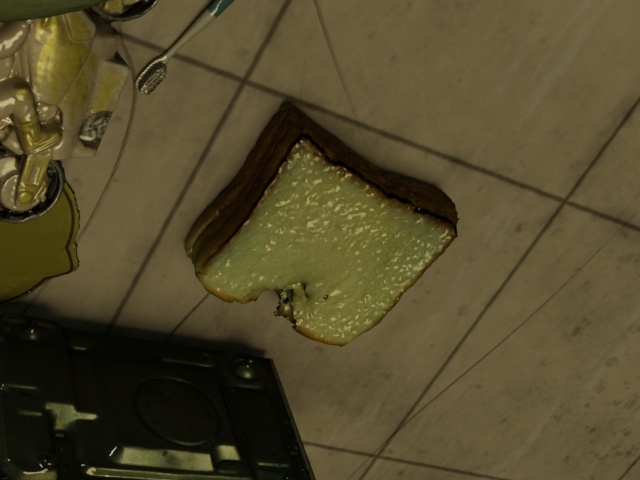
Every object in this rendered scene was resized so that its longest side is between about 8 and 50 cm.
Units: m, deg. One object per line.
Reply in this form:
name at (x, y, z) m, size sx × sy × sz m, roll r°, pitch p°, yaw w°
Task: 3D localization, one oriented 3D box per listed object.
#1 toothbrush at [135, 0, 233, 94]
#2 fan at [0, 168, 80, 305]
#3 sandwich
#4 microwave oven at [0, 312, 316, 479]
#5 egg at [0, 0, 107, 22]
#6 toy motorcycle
toothbrush at (-0.098, -0.251, 1.116) m, size 0.276 × 0.025 × 0.019 m, roll -43°, pitch 128°, yaw 14°
fan at (-0.416, -0.021, 1.183) m, size 0.335 × 0.011 × 0.229 m, roll 25°, pitch 115°, yaw -34°
sandwich at (0.000, -0.001, 1.301) m, size 0.273 × 0.095 × 0.249 m, roll 26°, pitch 113°, yaw -33°
microwave oven at (-0.227, 0.281, 1.277) m, size 0.394 × 0.333 × 0.247 m, roll 12°, pitch 125°, yaw -29°
egg at (-0.263, -0.321, 0.733) m, size 0.428 × 0.345 × 0.345 m, roll 22°, pitch 119°, yaw -2°
toy motorcycle at (-0.298, -0.170, 1.048) m, size 0.223 × 0.108 × 0.340 m, roll 13°, pitch 114°, yaw -38°
